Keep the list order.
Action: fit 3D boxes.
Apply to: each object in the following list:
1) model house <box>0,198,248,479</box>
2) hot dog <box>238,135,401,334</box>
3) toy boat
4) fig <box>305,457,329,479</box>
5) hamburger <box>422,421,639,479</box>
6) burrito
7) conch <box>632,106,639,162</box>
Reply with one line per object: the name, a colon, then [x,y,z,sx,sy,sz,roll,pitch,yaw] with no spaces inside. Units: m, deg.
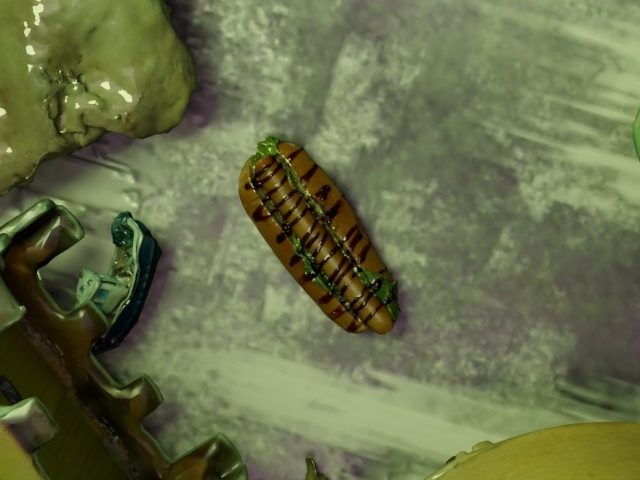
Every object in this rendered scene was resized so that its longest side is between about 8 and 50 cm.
model house: [-0.172,0.119,0.756,0.215,0.224,0.198,-31,101,5]
hot dog: [0.000,0.000,0.848,0.049,0.037,0.122,-38,94,6]
toy boat: [-0.111,0.025,0.845,0.038,0.038,0.083,19,102,-3]
fig: [-0.057,0.230,0.834,0.159,0.159,0.257,29,72,-4]
hamburger: [0.133,0.235,0.803,0.300,0.176,0.300,0,95,-1]
burrito: [-0.174,-0.189,0.796,0.175,0.107,0.347,-14,98,-13]
conch: [0.262,-0.016,0.801,0.143,0.137,0.250,-38,95,2]
